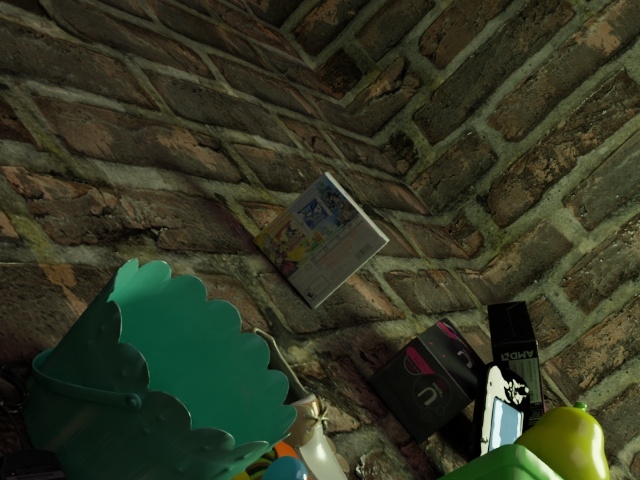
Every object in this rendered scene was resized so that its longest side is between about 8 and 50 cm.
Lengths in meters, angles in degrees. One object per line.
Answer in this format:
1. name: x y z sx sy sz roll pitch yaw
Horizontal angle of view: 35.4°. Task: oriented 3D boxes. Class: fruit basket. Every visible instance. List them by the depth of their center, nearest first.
1. fruit basket: 0.353 0.451 1.661 0.392 0.283 0.392 35 34 -29

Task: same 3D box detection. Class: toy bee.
1. toy bee: -0.049 0.342 1.202 0.195 0.162 0.298 36 -7 -7

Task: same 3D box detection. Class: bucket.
1. bucket: -0.185 0.175 1.133 0.281 0.183 0.281 43 16 -15

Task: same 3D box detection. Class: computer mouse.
1. computer mouse: -0.310 0.209 1.014 0.071 0.041 0.242 6 36 -42

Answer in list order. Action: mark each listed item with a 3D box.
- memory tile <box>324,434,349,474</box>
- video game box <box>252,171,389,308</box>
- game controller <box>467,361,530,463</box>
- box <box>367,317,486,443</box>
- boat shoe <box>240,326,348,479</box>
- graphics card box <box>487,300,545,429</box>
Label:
1. memory tile: -0.018 0.307 1.554 0.148 0.012 0.113 53 17 17
2. video game box: 0.000 0.000 1.986 0.187 0.205 0.048 48 12 2
3. game controller: 0.330 0.391 1.867 0.166 0.067 0.319 41 52 -48
4. box: 0.227 0.275 2.021 0.165 0.143 0.270 50 17 9
5. boat shoe: -0.044 0.261 1.432 0.302 0.103 0.113 50 16 8
6. graphics card box: 0.420 0.338 2.113 0.233 0.094 0.371 -70 151 -72
